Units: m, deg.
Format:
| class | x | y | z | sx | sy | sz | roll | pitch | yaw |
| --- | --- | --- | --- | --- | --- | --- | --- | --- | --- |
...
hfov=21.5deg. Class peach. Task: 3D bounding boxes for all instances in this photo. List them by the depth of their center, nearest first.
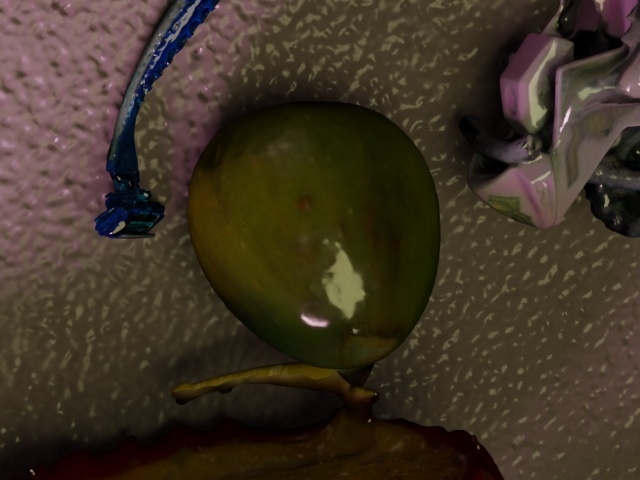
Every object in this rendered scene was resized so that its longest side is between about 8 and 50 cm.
| class | x | y | z | sx | sy | sz | roll | pitch | yaw |
| --- | --- | --- | --- | --- | --- | --- | --- | --- | --- |
| peach | -0.047 | 0.285 | 1.193 | 0.406 | 0.335 | 0.310 | -15 | 114 | -5 |

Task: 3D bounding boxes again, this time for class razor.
| class | x | y | z | sx | sy | sz | roll | pitch | yaw |
| --- | --- | --- | --- | --- | --- | --- | --- | --- | --- |
| razor | -0.085 | -0.154 | 1.181 | 0.056 | 0.093 | 0.324 | 26 | 96 | 10 |

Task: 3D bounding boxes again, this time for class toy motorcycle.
| class | x | y | z | sx | sy | sz | roll | pitch | yaw |
| --- | --- | --- | --- | --- | --- | --- | --- | --- | --- |
| toy motorcycle | 0.179 | -0.144 | 1.229 | 0.188 | 0.143 | 0.327 | -18 | 107 | -13 |

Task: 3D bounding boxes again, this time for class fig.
| class | x | y | z | sx | sy | sz | roll | pitch | yaw |
| --- | --- | --- | --- | --- | --- | --- | --- | --- | --- |
| fig | 0.000 | 0.000 | 1.203 | 0.181 | 0.191 | 0.181 | -20 | 150 | -12 |
